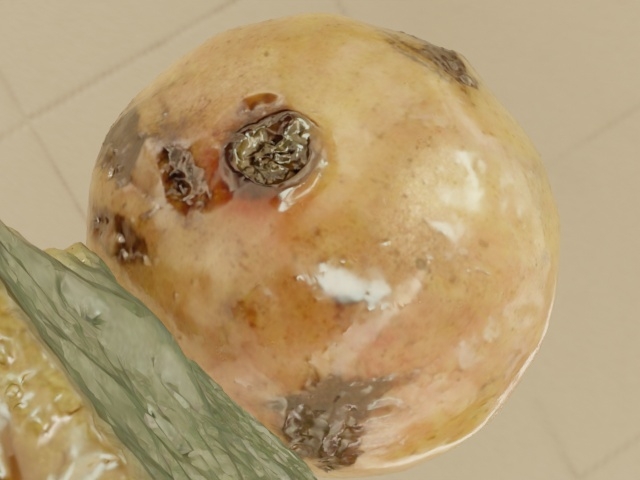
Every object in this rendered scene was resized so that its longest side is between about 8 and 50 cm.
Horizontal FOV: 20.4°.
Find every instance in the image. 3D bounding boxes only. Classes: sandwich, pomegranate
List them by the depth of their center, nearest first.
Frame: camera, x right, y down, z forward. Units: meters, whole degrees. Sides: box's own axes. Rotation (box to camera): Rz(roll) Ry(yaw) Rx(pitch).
[{"bbox_3d":[-0.094,0.113,0.767,0.131,0.325,0.262,-42,74,2],"label":"sandwich"},{"bbox_3d":[0.000,0.000,1.184,0.322,0.322,0.322,-4,101,-20],"label":"pomegranate"}]
